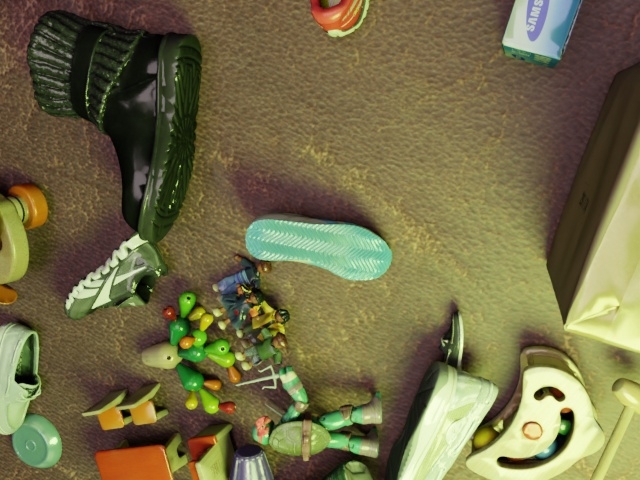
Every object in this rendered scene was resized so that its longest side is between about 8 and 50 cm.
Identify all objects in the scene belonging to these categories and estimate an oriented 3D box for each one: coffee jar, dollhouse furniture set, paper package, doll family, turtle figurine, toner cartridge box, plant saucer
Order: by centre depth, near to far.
[{"bbox_3d":[0.394,-0.046,0.742,0.168,0.325,0.309,17,105,13],"label":"paper package"},{"bbox_3d":[0.313,-0.396,0.780,0.075,0.165,0.347,19,105,14],"label":"toner cartridge box"},{"bbox_3d":[-0.022,0.295,1.036,0.234,0.118,0.175,4,134,0],"label":"turtle figurine"},{"bbox_3d":[0.008,0.438,1.040,0.184,0.079,0.096,-41,53,26],"label":"coffee jar"},{"bbox_3d":[-0.107,0.114,1.062,0.111,0.076,0.193,-32,87,25],"label":"doll family"},{"bbox_3d":[-0.285,0.400,1.139,0.259,0.135,0.262,-13,97,19],"label":"dollhouse furniture set"},{"bbox_3d":[-0.576,0.408,1.291,0.119,0.021,0.119,4,102,16],"label":"plant saucer"}]

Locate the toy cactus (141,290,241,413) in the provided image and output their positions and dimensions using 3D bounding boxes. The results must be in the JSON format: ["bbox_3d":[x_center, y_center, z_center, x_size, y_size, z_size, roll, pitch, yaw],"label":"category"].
[{"bbox_3d":[-0.237,0.203,1.113,0.181,0.112,0.219,-10,106,29],"label":"toy cactus"}]

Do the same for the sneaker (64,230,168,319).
[{"bbox_3d":[-0.356,0.086,1.129,0.234,0.078,0.106,-40,85,18],"label":"sneaker"}]

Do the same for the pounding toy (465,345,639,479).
[{"bbox_3d":[0.319,0.258,0.914,0.154,0.155,0.269,46,110,-1],"label":"pounding toy"}]

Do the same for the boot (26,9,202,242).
[{"bbox_3d":[-0.340,-0.183,1.038,0.260,0.131,0.347,9,93,8],"label":"boot"}]

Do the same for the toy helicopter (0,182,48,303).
[{"bbox_3d":[-0.674,-0.018,1.201,0.355,0.140,0.235,21,116,23],"label":"toy helicopter"}]

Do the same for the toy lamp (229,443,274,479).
[{"bbox_3d":[-0.113,0.484,1.103,0.080,0.080,0.274,2,104,17],"label":"toy lamp"}]

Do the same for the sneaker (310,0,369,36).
[{"bbox_3d":[0.030,-0.428,0.884,0.107,0.118,0.279,3,102,16],"label":"sneaker"}]

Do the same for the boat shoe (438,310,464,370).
[{"bbox_3d":[0.201,0.168,0.993,0.038,0.046,0.125,2,110,12],"label":"boat shoe"}]

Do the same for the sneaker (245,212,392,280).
[{"bbox_3d":[0.000,0.000,1.002,0.229,0.092,0.087,13,103,-6],"label":"sneaker"}]

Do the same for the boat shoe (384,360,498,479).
[{"bbox_3d":[0.170,0.337,0.992,0.103,0.118,0.320,17,108,0],"label":"boat shoe"}]

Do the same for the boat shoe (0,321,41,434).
[{"bbox_3d":[-0.582,0.272,1.235,0.081,0.079,0.227,10,101,19],"label":"boat shoe"}]
